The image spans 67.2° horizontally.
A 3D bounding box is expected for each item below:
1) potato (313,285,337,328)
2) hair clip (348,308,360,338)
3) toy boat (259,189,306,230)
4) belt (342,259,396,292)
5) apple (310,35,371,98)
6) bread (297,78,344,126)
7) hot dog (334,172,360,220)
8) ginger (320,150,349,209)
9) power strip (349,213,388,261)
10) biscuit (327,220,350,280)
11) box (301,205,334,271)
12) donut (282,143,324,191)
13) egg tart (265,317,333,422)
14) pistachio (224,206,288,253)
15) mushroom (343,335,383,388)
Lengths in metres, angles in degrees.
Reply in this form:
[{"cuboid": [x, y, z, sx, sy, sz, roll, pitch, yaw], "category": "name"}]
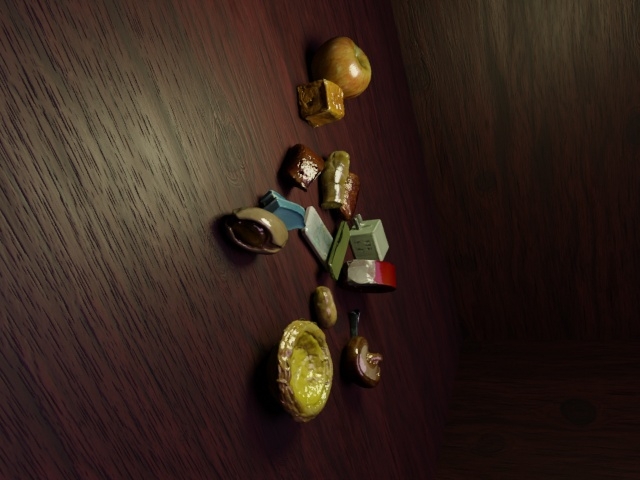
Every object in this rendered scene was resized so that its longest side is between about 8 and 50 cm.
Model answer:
[{"cuboid": [0.016, 0.260, 1.884, 0.107, 0.080, 0.170, -38, 114, -58], "category": "potato"}, {"cuboid": [0.155, 0.429, 2.181, 0.070, 0.039, 0.229, -3, 92, -63], "category": "hair clip"}, {"cuboid": [-0.125, -0.103, 1.683, 0.098, 0.109, 0.238, 57, 15, 27], "category": "toy boat"}, {"cuboid": [0.216, 0.161, 2.138, 0.324, 0.227, 0.115, 27, 58, -60], "category": "belt"}, {"cuboid": [0.078, -0.728, 2.069, 0.264, 0.264, 0.264, 22, 65, -60], "category": "apple"}, {"cuboid": [0.003, -0.556, 1.956, 0.143, 0.158, 0.149, 3, 86, -64], "category": "bread"}, {"cuboid": [0.113, -0.192, 2.150, 0.160, 0.099, 0.227, 53, 41, -45], "category": "hot dog"}, {"cuboid": [0.056, -0.261, 2.048, 0.116, 0.109, 0.263, 31, 63, -55], "category": "ginger"}, {"cuboid": [0.219, -0.021, 2.280, 0.139, 0.140, 0.224, -55, 133, -51], "category": "power strip"}, {"cuboid": [0.077, 0.035, 2.019, 0.322, 0.038, 0.099, -72, 149, -50], "category": "biscuit"}, {"cuboid": [0.000, 0.000, 1.955, 0.285, 0.044, 0.142, 56, 33, -43], "category": "box"}, {"cuboid": [-0.061, -0.282, 1.803, 0.126, 0.144, 0.186, 41, 73, -27], "category": "donut"}, {"cuboid": [-0.082, 0.427, 1.600, 0.345, 0.132, 0.345, 22, 66, -61], "category": "egg tart"}, {"cuboid": [-0.194, -0.032, 1.486, 0.137, 0.153, 0.238, -55, 149, 8], "category": "pistachio"}, {"cuboid": [0.167, 0.531, 2.084, 0.194, 0.138, 0.231, -19, 89, -45], "category": "mushroom"}]
